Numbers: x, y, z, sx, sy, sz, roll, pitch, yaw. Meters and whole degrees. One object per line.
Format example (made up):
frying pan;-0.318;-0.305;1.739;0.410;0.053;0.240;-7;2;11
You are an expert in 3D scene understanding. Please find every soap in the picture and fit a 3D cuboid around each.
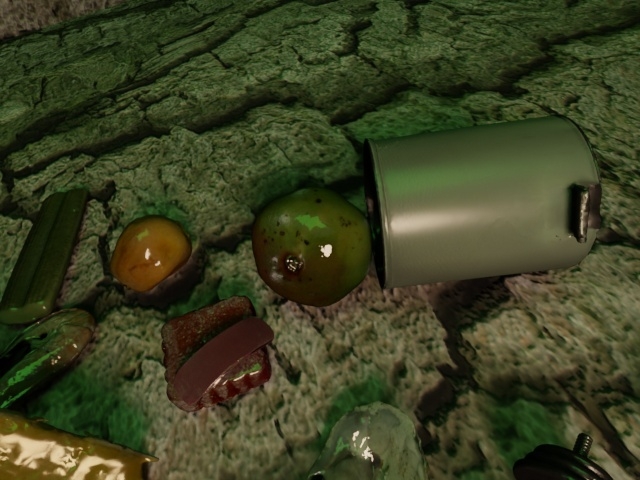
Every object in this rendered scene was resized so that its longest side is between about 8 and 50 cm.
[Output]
soap;-0.384;0.321;0.494;0.339;0.304;0.169;29;40;-19

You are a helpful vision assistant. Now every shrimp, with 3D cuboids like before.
shrimp;-0.433;0.179;0.620;0.126;0.047;0.223;17;47;32

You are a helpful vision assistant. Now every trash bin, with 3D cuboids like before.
trash bin;0.203;-0.052;0.610;0.263;0.217;0.277;-7;15;2

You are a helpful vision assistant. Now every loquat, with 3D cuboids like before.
loquat;-0.276;0.021;0.697;0.137;0.113;0.137;-30;34;22

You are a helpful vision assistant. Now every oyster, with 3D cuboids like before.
oyster;0.069;0.293;0.416;0.199;0.087;0.252;-43;48;-14

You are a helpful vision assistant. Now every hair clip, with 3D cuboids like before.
hair clip;-0.121;0.146;0.542;0.137;0.022;0.054;-37;51;-21

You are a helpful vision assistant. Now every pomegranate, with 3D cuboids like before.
pomegranate;0.000;0.000;0.644;0.180;0.179;0.210;18;25;23

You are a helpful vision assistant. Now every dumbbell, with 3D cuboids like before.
dumbbell;0.217;0.275;0.402;0.099;0.099;0.208;26;58;27

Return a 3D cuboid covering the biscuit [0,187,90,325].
biscuit;-0.495;0.013;0.775;0.100;0.038;0.322;-15;45;1

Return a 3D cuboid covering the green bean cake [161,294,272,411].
green bean cake;-0.143;0.154;0.591;0.135;0.056;0.135;-18;49;-8
